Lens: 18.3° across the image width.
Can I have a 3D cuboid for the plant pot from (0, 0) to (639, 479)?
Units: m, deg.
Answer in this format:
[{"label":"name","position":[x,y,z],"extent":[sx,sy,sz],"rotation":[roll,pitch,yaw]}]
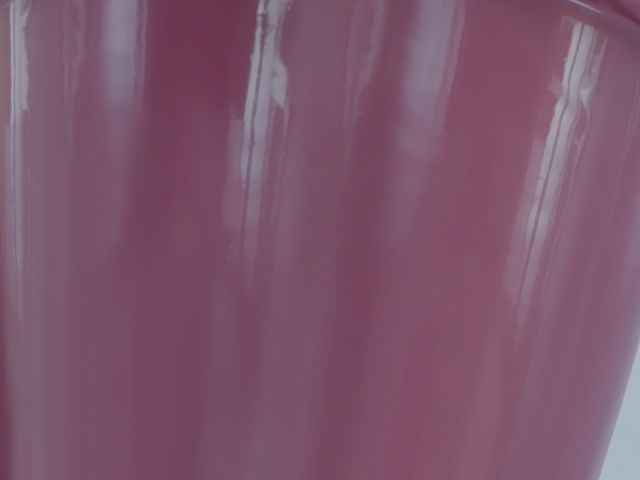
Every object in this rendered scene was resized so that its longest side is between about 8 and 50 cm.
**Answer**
[{"label":"plant pot","position":[0.000,0.000,0.477],"extent":[0.201,0.201,0.180],"rotation":[-5,-111,32]}]
